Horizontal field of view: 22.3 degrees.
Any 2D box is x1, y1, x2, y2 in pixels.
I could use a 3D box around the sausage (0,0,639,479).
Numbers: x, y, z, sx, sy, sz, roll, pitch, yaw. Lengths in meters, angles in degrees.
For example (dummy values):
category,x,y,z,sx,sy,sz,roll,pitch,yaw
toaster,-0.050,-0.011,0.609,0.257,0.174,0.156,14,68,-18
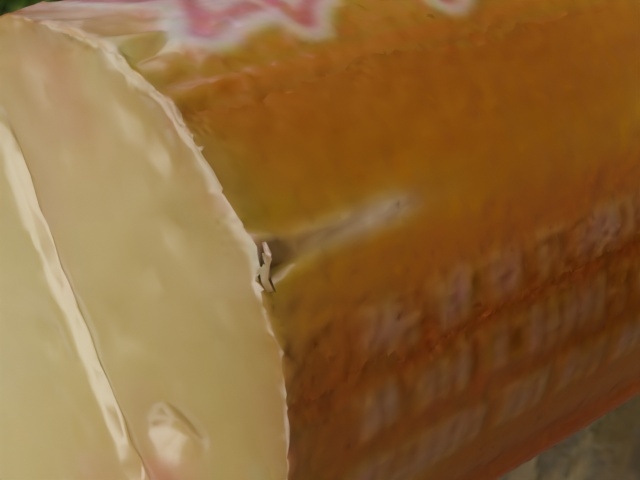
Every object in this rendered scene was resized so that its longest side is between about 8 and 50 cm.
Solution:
category,x,y,z,sx,sy,sz,roll,pitch,yaw
sausage,0.000,0.000,0.647,0.233,0.287,0.233,15,113,39
